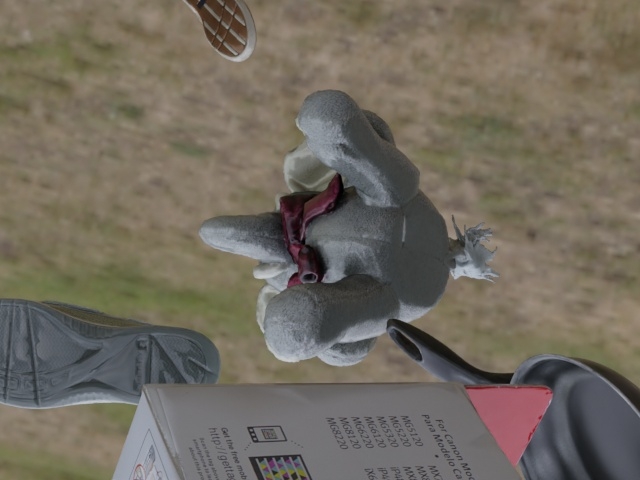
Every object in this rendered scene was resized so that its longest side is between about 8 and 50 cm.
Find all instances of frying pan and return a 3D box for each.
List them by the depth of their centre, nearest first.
[{"bbox_3d":[0.179,0.163,1.198,0.053,0.197,0.326,-25,-163,-25],"label":"frying pan"}]

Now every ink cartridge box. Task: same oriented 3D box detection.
[{"bbox_3d":[-0.001,0.234,0.906,0.272,0.130,0.309,1,128,-27],"label":"ink cartridge box"}]

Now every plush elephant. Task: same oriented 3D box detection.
[{"bbox_3d":[0.000,0.000,1.658,0.255,0.272,0.330,0,173,41],"label":"plush elephant"}]

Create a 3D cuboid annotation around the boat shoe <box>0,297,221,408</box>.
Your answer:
[{"bbox_3d":[-0.270,0.128,1.717,0.320,0.118,0.103,4,177,-2],"label":"boat shoe"}]

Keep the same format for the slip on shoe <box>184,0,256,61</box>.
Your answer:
[{"bbox_3d":[-0.092,-0.214,1.454,0.041,0.051,0.135,19,-157,-49],"label":"slip on shoe"}]
